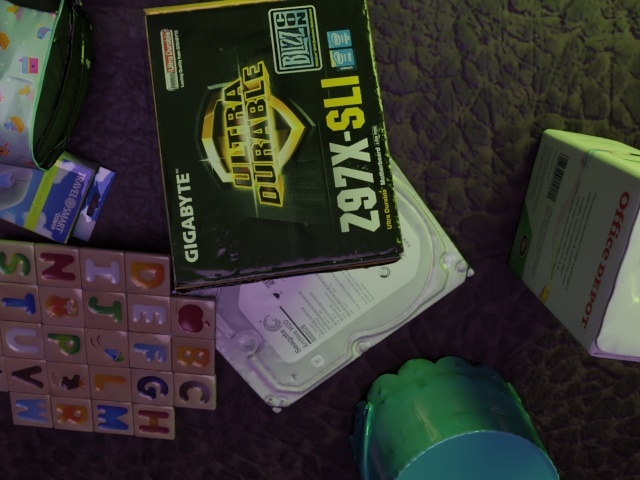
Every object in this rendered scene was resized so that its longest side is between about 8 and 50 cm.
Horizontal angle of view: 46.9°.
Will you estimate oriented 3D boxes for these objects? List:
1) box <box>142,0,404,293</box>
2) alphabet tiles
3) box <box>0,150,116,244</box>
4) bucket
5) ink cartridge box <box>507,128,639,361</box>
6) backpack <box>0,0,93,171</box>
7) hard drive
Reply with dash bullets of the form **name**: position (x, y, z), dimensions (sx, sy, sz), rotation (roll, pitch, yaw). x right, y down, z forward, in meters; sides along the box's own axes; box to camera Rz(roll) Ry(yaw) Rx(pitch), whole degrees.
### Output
- **box**: position (-0.055, -0.115, 0.850), dimensions (0.257, 0.079, 0.322), rotation (-7, 82, -5)
- **alphabet tiles**: position (-0.307, 0.138, 0.975), dimensions (0.342, 0.011, 0.285), rotation (5, 114, 1)
- **box**: position (-0.360, -0.071, 0.918), dimensions (0.178, 0.042, 0.109), rotation (23, 105, -12)
- **bucket**: position (0.185, 0.320, 1.031), dimensions (0.281, 0.183, 0.281), rotation (-2, 109, -5)
- **ink cartridge box**: position (0.345, -0.005, 0.889), dimensions (0.117, 0.278, 0.201), rotation (8, 108, -8)
- **backpack**: position (-0.332, -0.173, 0.807), dimensions (0.144, 0.166, 0.188), rotation (5, 92, -10)
- **hard drive**: position (0.002, 0.049, 0.986), dimensions (0.339, 0.064, 0.237), rotation (-35, 108, 7)
